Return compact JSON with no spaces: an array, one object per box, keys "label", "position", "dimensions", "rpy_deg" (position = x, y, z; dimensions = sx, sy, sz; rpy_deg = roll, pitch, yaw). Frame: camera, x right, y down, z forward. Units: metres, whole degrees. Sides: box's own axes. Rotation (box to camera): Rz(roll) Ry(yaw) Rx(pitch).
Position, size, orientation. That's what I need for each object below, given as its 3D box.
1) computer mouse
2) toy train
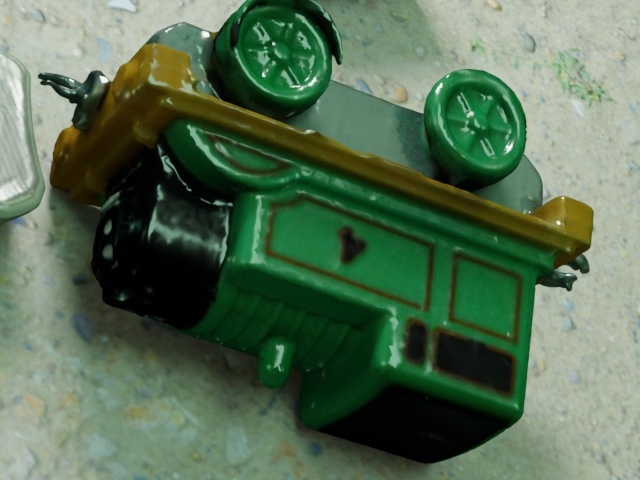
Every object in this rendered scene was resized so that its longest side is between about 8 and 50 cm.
[{"label":"computer mouse","position":[-0.233,-0.071,1.251],"dimensions":[0.089,0.056,0.182],"rpy_deg":[16,42,-27]},{"label":"toy train","position":[0.000,0.000,1.290],"dimensions":[0.429,0.178,0.249],"rpy_deg":[19,60,-23]}]
